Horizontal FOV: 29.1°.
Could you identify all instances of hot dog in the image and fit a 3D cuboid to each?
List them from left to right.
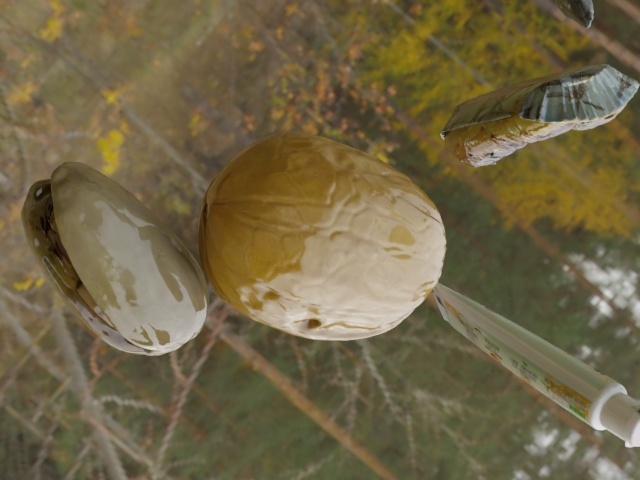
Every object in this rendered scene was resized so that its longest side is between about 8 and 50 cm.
[{"bbox_3d":[0.248,-0.145,1.424,0.163,0.081,0.270,-24,-173,-22],"label":"hot dog"}]

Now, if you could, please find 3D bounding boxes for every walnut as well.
[{"bbox_3d":[0.000,0.000,1.109,0.193,0.226,0.193,-46,-147,44],"label":"walnut"}]

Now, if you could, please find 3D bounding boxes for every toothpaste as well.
[{"bbox_3d":[0.222,0.126,1.302,0.056,0.314,0.058,2,111,-39],"label":"toothpaste"}]

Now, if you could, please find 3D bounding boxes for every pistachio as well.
[{"bbox_3d":[-0.182,0.018,1.124,0.130,0.206,0.131,-25,-162,38],"label":"pistachio"}]

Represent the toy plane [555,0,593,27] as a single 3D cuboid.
[{"bbox_3d":[0.283,-0.340,1.472,0.267,0.212,0.088,-108,-145,-53],"label":"toy plane"}]
